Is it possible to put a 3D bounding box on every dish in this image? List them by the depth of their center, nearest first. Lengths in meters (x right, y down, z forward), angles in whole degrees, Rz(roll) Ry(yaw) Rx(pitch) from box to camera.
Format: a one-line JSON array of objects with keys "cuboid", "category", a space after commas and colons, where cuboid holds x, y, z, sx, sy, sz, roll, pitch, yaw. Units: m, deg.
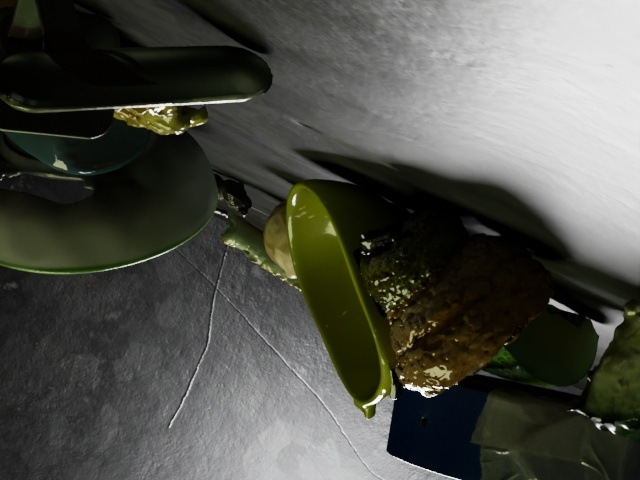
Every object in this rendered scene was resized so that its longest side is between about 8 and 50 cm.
[{"cuboid": [0.060, 0.047, 1.686, 0.221, 0.108, 0.262, 118, 131, -70], "category": "dish"}, {"cuboid": [-0.287, -0.095, 1.871, 0.324, 0.124, 0.324, -2, -150, 1], "category": "dish"}]

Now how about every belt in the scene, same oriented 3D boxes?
[{"cuboid": [0.229, 0.225, 1.825, 0.347, 0.117, 0.212, 10, 180, 43], "category": "belt"}]

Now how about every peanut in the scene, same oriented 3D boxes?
[{"cuboid": [0.000, 0.000, 2.034, 0.159, 0.109, 0.140, 5, 174, 44], "category": "peanut"}]

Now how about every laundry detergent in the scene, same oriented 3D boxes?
[{"cuboid": [-0.328, -0.162, 1.800, 0.143, 0.094, 0.290, -25, -144, -36], "category": "laundry detergent"}]

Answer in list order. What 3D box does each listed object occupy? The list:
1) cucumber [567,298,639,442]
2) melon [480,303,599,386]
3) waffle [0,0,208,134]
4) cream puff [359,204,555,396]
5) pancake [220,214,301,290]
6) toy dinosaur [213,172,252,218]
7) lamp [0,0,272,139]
[{"cuboid": [0.365, 0.153, 1.587, 0.105, 0.145, 0.325, 31, -176, 26], "category": "cucumber"}, {"cuboid": [0.227, 0.105, 1.859, 0.323, 0.124, 0.196, 31, -179, -44], "category": "melon"}, {"cuboid": [-0.267, -0.183, 1.524, 0.302, 0.068, 0.325, 23, 174, 27], "category": "waffle"}, {"cuboid": [0.114, 0.041, 1.525, 0.169, 0.183, 0.183, 51, 176, -1], "category": "cream puff"}, {"cuboid": [0.014, 0.033, 2.457, 0.376, 0.054, 0.197, 17, -158, -33], "category": "pancake"}, {"cuboid": [-0.190, -0.111, 2.404, 0.187, 0.087, 0.179, 7, 142, 13], "category": "toy dinosaur"}, {"cuboid": [-0.160, -0.145, 1.224, 0.203, 0.125, 0.283, 5, 179, -16], "category": "lamp"}]
